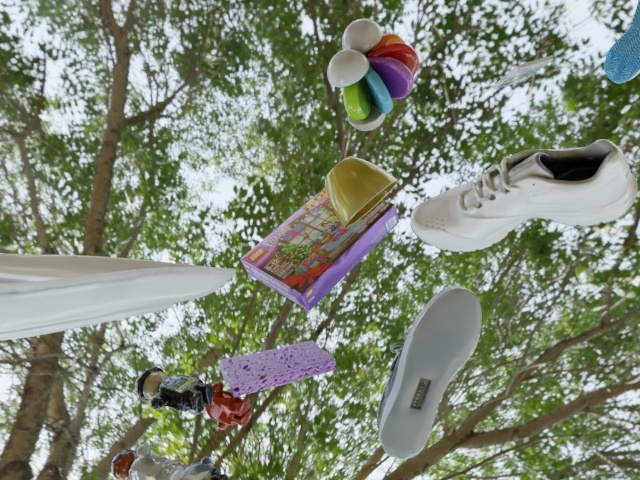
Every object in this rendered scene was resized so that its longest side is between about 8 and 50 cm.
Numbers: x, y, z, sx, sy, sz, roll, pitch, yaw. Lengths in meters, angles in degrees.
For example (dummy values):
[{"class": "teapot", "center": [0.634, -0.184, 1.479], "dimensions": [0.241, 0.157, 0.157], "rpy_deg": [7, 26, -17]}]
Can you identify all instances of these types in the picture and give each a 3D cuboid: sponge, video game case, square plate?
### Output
[{"class": "sponge", "center": [-0.087, 0.253, 0.969], "dimensions": [0.210, 0.117, 0.031], "rpy_deg": [-9, -78, -21]}, {"class": "video game case", "center": [0.462, -0.384, 1.105], "dimensions": [0.087, 0.122, 0.011], "rpy_deg": [-18, -92, -6]}, {"class": "square plate", "center": [-0.297, 0.037, 0.429], "dimensions": [0.344, 0.347, 0.049], "rpy_deg": [3, -92, 12]}]

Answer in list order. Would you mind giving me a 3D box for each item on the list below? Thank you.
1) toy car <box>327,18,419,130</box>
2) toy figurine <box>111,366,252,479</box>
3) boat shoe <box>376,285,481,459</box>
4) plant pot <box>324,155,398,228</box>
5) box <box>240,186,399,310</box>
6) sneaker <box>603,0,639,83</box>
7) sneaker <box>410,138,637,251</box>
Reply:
[{"class": "toy car", "center": [0.106, -0.297, 0.865], "dimensions": [0.136, 0.159, 0.182], "rpy_deg": [6, -120, 30]}, {"class": "toy figurine", "center": [-0.245, 0.343, 0.846], "dimensions": [0.148, 0.213, 0.209], "rpy_deg": [4, -114, 26]}, {"class": "boat shoe", "center": [0.176, 0.214, 0.826], "dimensions": [0.113, 0.105, 0.306], "rpy_deg": [15, -83, -8]}, {"class": "plant pot", "center": [0.064, -0.101, 0.902], "dimensions": [0.134, 0.134, 0.095], "rpy_deg": [-38, -97, -27]}, {"class": "box", "center": [0.000, 0.000, 1.035], "dimensions": [0.201, 0.057, 0.293], "rpy_deg": [23, -124, 42]}, {"class": "sneaker", "center": [0.705, -0.445, 1.035], "dimensions": [0.092, 0.229, 0.087], "rpy_deg": [-24, -122, -22]}, {"class": "sneaker", "center": [0.260, -0.070, 0.661], "dimensions": [0.297, 0.129, 0.111], "rpy_deg": [-16, -122, 25]}]
